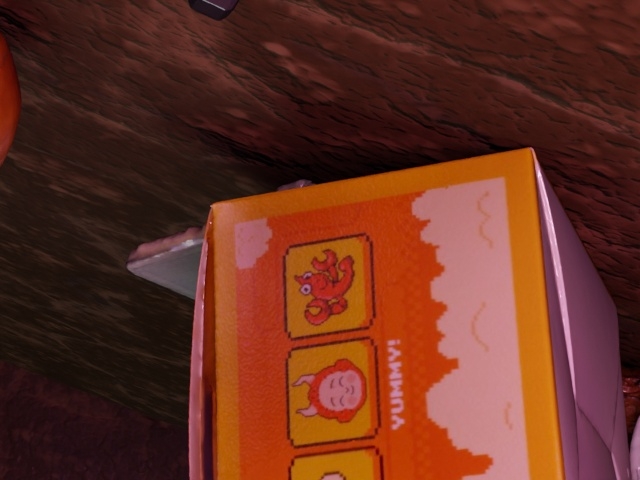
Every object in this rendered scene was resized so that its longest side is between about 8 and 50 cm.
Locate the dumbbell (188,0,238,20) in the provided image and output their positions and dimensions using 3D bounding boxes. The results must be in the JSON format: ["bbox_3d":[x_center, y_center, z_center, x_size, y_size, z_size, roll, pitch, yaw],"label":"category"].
[{"bbox_3d":[-0.073,-0.136,0.756,0.083,0.040,0.036,24,-162,-11],"label":"dumbbell"}]

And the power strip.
[{"bbox_3d":[0.000,0.000,1.090,0.198,0.064,0.213,-15,153,35],"label":"power strip"}]

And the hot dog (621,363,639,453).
[{"bbox_3d":[0.227,0.152,1.289,0.160,0.099,0.227,16,160,26],"label":"hot dog"}]

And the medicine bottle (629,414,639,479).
[{"bbox_3d":[0.305,0.167,1.137,0.147,0.147,0.143,10,162,37],"label":"medicine bottle"}]

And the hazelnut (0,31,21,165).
[{"bbox_3d":[-0.276,-0.090,0.977,0.182,0.182,0.182,20,166,5],"label":"hazelnut"}]

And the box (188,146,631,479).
[{"bbox_3d":[0.070,0.127,0.982,0.214,0.259,0.283,-10,156,16],"label":"box"}]
